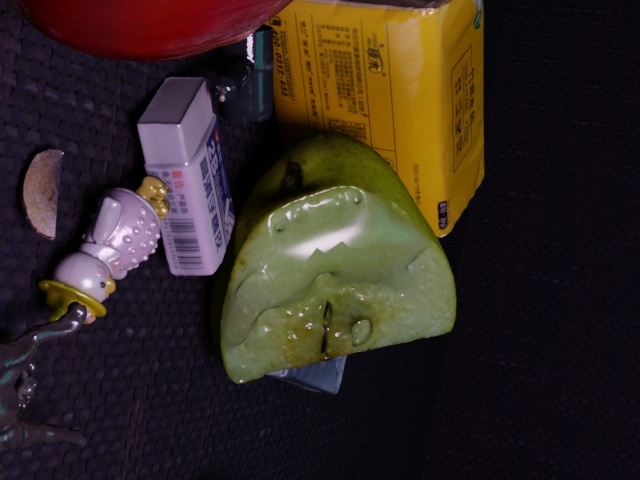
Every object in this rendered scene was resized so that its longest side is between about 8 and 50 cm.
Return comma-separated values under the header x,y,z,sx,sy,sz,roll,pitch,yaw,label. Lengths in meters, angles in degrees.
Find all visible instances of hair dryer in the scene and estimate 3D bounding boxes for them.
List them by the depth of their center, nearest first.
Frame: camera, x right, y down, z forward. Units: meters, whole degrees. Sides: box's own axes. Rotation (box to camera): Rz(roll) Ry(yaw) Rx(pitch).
x,y,z,sx,sy,sz,roll,pitch,yaw,label
-0.103,-0.194,1.133,0.219,0.072,0.124,-78,169,-69,hair dryer

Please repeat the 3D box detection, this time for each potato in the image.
x,y,z,sx,sy,sz,roll,pitch,yaw,label
-0.276,-0.043,0.887,0.037,0.036,0.093,13,65,-34,potato

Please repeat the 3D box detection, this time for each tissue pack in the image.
x,y,z,sx,sy,sz,roll,pitch,yaw,label
0.086,-0.229,1.369,0.228,0.293,0.382,-53,147,-40,tissue pack
-0.024,0.152,1.545,0.257,0.081,0.185,38,64,-65,tissue pack

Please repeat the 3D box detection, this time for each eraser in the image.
x,y,z,sx,sy,sz,roll,pitch,yaw,label
-0.158,-0.075,1.095,0.124,0.068,0.210,-73,162,-52,eraser

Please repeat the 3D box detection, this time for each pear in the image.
x,y,z,sx,sy,sz,roll,pitch,yaw,label
0.000,0.000,1.266,0.238,0.343,0.318,-119,-159,-56,pear

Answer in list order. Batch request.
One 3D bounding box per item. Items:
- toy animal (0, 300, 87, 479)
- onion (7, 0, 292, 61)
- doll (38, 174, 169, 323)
x,y,z,sx,sy,sz,roll,pitch,yaw,label
-0.294,0.151,0.851,0.148,0.085,0.232,-36,136,-59,toy animal
-0.139,-0.310,0.737,0.341,0.341,0.341,10,90,-69,onion
-0.226,0.012,0.963,0.129,0.081,0.207,100,15,-50,doll
